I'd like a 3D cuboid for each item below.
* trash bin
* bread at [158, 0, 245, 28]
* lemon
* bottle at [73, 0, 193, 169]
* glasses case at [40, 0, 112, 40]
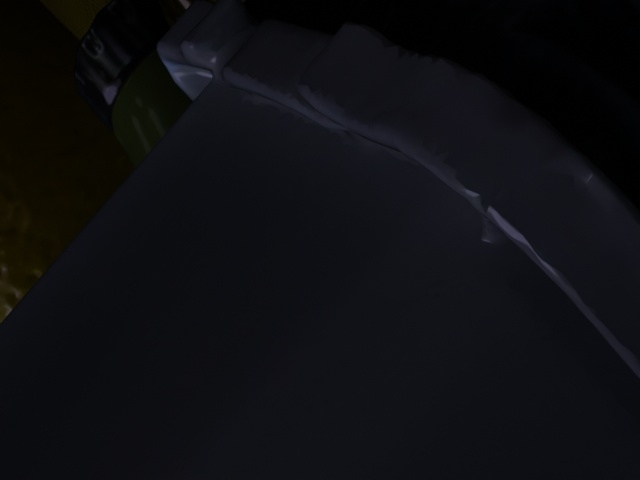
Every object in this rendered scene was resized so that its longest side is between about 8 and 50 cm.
[{"bbox_3d":[-0.027,0.125,0.465,0.256,0.368,0.296,46,175,-22],"label":"trash bin"},{"bbox_3d":[-0.035,-0.107,0.668,0.110,0.060,0.066,74,-174,-68],"label":"bread"},{"bbox_3d":[-0.146,-0.024,1.043,0.228,0.228,0.253,63,-178,-56],"label":"lemon"},{"bbox_3d":[0.000,0.000,0.743,0.260,0.112,0.112,48,172,21],"label":"bottle"},{"bbox_3d":[-0.117,-0.146,0.926,0.234,0.064,0.079,45,167,39],"label":"glasses case"}]
